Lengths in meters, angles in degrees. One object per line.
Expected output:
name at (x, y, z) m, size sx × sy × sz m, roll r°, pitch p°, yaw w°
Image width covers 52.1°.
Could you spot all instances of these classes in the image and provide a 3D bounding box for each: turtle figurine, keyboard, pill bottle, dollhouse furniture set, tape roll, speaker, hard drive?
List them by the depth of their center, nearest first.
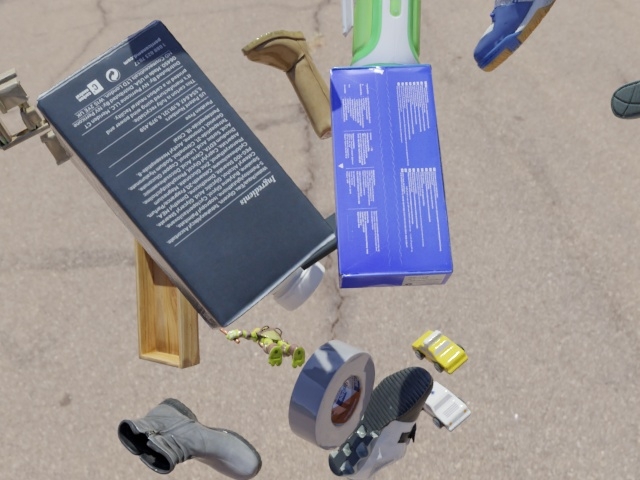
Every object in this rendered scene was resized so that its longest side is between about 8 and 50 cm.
dollhouse furniture set at (-0.526, -0.185, 1.141) m, size 0.101 × 0.182 × 0.161 m, roll -31°, pitch 32°, yaw -11°
speaker at (0.117, -0.415, 1.152) m, size 0.131 × 0.131 × 0.296 m, roll 1°, pitch 86°, yaw 11°
tape roll at (0.028, 0.323, 1.371) m, size 0.072 × 0.219 × 0.219 m, roll 18°, pitch 47°, yaw 33°
hard drive at (0.000, 0.000, 1.533) m, size 0.135 × 0.022 × 0.094 m, roll -34°, pitch 43°, yaw 9°
turtle figurine at (-0.128, 0.282, 1.796) m, size 0.217 × 0.269 × 0.087 m, roll 19°, pitch 84°, yaw 56°
keyboard at (0.083, -0.762, 2.026) m, size 0.014 × 0.072 × 0.256 m, roll 3°, pitch 79°, yaw -24°
pill bottle at (-0.190, 0.036, 2.088) m, size 0.224 × 0.392 × 0.224 m, roll -45°, pitch 14°, yaw 15°

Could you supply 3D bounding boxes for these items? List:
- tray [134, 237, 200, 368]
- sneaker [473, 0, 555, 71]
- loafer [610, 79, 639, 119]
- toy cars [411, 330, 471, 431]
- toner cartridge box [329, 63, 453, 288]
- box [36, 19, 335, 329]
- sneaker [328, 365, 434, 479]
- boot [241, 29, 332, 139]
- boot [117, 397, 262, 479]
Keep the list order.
tray at (-0.445, 0.148, 1.898) m, size 0.203 × 0.410 × 0.076 m, roll 2°, pitch 6°, yaw 39°
sneaker at (0.302, -0.397, 0.966) m, size 0.131 × 0.296 × 0.112 m, roll 35°, pitch 29°, yaw 2°
loafer at (0.680, -0.274, 1.214) m, size 0.084 × 0.096 × 0.267 m, roll -2°, pitch 4°, yaw -33°
toy cars at (0.334, 0.380, 1.897) m, size 0.176 × 0.087 × 0.393 m, roll -17°, pitch 30°, yaw 20°
toner cartridge box at (0.102, -0.103, 1.014) m, size 0.165 × 0.075 × 0.347 m, roll -1°, pitch 71°, yaw -1°
box at (-0.203, -0.075, 1.018) m, size 0.212 × 0.293 × 0.395 m, roll -40°, pitch 91°, yaw -14°
sneaker at (0.171, 0.443, 1.569) m, size 0.330 × 0.146 × 0.122 m, roll -50°, pitch 33°, yaw 11°
boot at (-0.048, -0.372, 1.587) m, size 0.089 × 0.269 × 0.236 m, roll -25°, pitch 3°, yaw 41°
boot at (-0.329, 0.535, 1.640) m, size 0.338 × 0.118 × 0.223 m, roll 24°, pitch 9°, yaw 12°
